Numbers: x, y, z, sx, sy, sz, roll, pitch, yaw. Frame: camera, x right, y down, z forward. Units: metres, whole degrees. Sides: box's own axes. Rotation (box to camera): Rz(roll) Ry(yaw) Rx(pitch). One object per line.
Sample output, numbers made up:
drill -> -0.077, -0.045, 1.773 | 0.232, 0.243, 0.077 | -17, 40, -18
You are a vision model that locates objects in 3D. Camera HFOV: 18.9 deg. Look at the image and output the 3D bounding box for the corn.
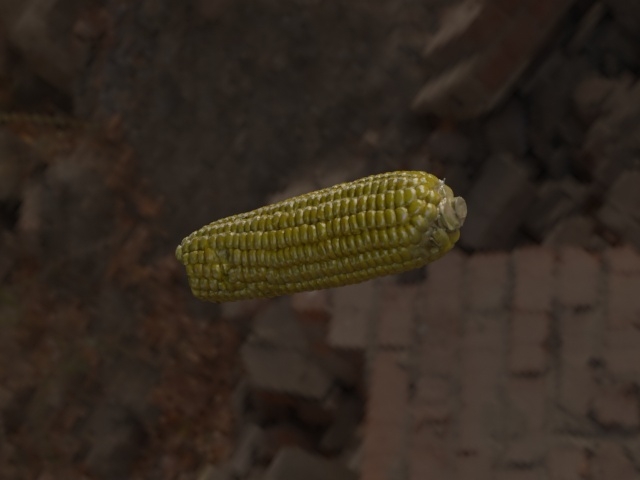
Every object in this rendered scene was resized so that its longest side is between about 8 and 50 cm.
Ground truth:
corn -> 0.000, 0.000, 1.260 | 0.206, 0.067, 0.067 | -13, 45, 25
